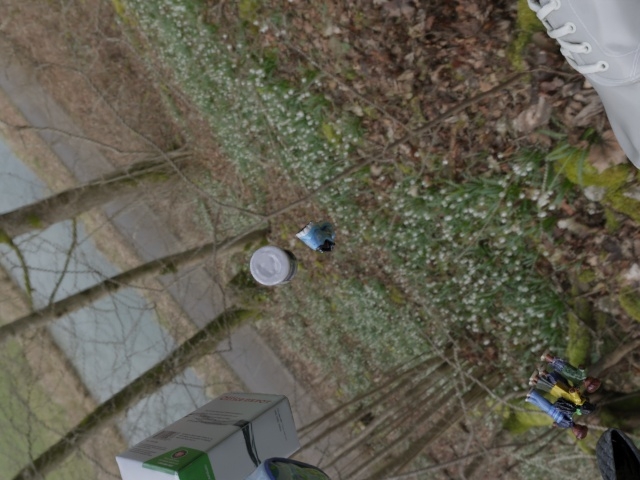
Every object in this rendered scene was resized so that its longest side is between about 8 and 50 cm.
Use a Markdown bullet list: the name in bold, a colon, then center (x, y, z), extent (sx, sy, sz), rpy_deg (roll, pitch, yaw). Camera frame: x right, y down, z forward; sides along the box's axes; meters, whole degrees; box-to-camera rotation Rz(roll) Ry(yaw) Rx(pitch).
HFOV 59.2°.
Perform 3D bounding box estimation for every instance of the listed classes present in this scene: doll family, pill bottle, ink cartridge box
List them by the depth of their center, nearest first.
- **ink cartridge box**: center (-0.153, 0.301, 0.803), extent (0.153, 0.208, 0.086), rpy_deg (-10, 97, 42)
- **doll family**: center (0.409, 0.262, 0.941), extent (0.111, 0.076, 0.193), rpy_deg (31, 164, 31)
- **pill bottle**: center (-0.076, 0.043, 0.971), extent (0.067, 0.067, 0.120), rpy_deg (60, -176, 7)

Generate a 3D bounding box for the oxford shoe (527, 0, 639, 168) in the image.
- **oxford shoe**: center (0.320, -0.270, 0.660), extent (0.449, 0.130, 0.169), rpy_deg (58, -167, -30)

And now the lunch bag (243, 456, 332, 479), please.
- **lunch bag**: center (0.015, 0.292, 0.458), extent (0.219, 0.090, 0.176), rpy_deg (47, -179, 35)

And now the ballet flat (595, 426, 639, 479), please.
- **ballet flat**: center (0.357, 0.294, 0.631), extent (0.173, 0.058, 0.049), rpy_deg (-100, -11, -50)

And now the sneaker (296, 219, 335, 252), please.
- **sneaker**: center (0.000, 0.000, 1.256), extent (0.063, 0.162, 0.073), rpy_deg (-40, 81, 17)
